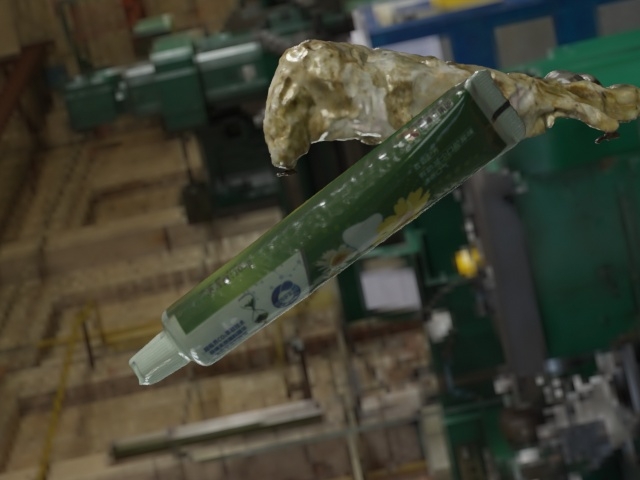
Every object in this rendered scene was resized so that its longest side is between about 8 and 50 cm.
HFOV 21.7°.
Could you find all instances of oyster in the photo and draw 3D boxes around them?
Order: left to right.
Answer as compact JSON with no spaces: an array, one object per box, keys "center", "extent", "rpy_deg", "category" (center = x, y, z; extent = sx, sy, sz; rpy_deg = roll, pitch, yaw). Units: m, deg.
[{"center":[0.075,-0.070,0.799],"extent":[0.200,0.106,0.061],"rpy_deg":[-9,-85,-50],"category":"oyster"}]

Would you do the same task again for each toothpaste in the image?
[{"center":[0.000,0.000,0.728],"extent":[0.049,0.204,0.031],"rpy_deg":[47,-171,-44],"category":"toothpaste"}]
